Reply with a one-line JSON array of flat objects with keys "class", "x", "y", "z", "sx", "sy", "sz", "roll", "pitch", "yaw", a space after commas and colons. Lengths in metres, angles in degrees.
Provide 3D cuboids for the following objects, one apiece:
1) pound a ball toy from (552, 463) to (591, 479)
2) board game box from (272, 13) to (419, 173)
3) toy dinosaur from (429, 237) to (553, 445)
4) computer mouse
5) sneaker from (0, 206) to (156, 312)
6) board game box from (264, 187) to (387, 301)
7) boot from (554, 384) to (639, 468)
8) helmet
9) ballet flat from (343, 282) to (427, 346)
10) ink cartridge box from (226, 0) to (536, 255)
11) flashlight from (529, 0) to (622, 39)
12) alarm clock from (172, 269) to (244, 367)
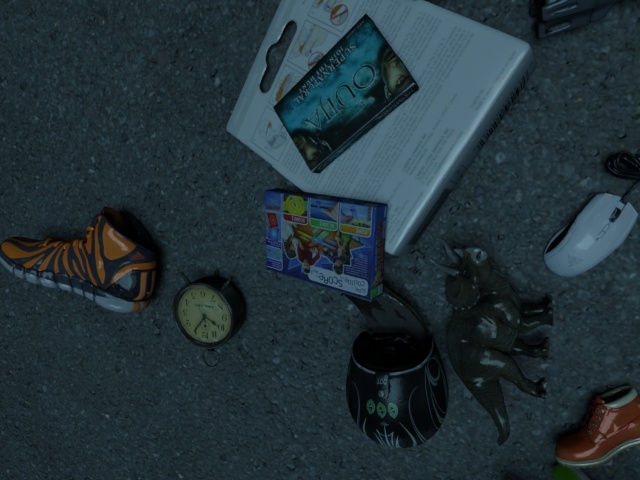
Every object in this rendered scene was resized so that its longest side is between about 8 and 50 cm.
[{"class": "pound a ball toy", "x": 0.337, "y": 0.454, "z": 0.549, "sx": 0.208, "sy": 0.319, "sz": 0.135, "roll": -33, "pitch": 91, "yaw": 5}, {"class": "board game box", "x": 0.029, "y": -0.200, "z": 0.564, "sx": 0.186, "sy": 0.026, "sz": 0.126, "roll": -37, "pitch": 74, "yaw": 27}, {"class": "toy dinosaur", "x": 0.258, "y": 0.145, "z": 0.608, "sx": 0.161, "sy": 0.121, "sz": 0.313, "roll": 5, "pitch": 108, "yaw": 28}, {"class": "computer mouse", "x": 0.396, "y": -0.024, "z": 0.551, "sx": 0.106, "sy": 0.042, "sz": 0.192, "roll": 34, "pitch": 109, "yaw": 7}, {"class": "sneaker", "x": -0.467, "y": 0.007, "z": 0.793, "sx": 0.322, "sy": 0.124, "sz": 0.179, "roll": 18, "pitch": 102, "yaw": 2}, {"class": "board game box", "x": 0.000, "y": 0.000, "z": 0.600, "sx": 0.201, "sy": 0.035, "sz": 0.136, "roll": 14, "pitch": 111, "yaw": 34}, {"class": "boot", "x": 0.418, "y": 0.280, "z": 0.603, "sx": 0.158, "sy": 0.059, "sz": 0.084, "roll": -33, "pitch": 87, "yaw": 12}, {"class": "helmet", "x": 0.118, "y": 0.231, "z": 0.617, "sx": 0.170, "sy": 0.169, "sz": 0.161, "roll": -4, "pitch": 108, "yaw": 18}, {"class": "ballet flat", "x": 0.076, "y": 0.085, "z": 0.670, "sx": 0.250, "sy": 0.058, "sz": 0.084, "roll": 37, "pitch": 122, "yaw": 3}, {"class": "ink cartridge box", "x": 0.057, "y": -0.210, "z": 0.614, "sx": 0.385, "sy": 0.091, "sz": 0.308, "roll": 39, "pitch": 111, "yaw": 24}, {"class": "flashlight", "x": 0.408, "y": -0.346, "z": 0.451, "sx": 0.304, "sy": 0.103, "sz": 0.103, "roll": -11, "pitch": 72, "yaw": 20}, {"class": "alarm clock", "x": -0.210, "y": 0.154, "z": 0.762, "sx": 0.130, "sy": 0.064, "sz": 0.191, "roll": 5, "pitch": 101, "yaw": 16}]
